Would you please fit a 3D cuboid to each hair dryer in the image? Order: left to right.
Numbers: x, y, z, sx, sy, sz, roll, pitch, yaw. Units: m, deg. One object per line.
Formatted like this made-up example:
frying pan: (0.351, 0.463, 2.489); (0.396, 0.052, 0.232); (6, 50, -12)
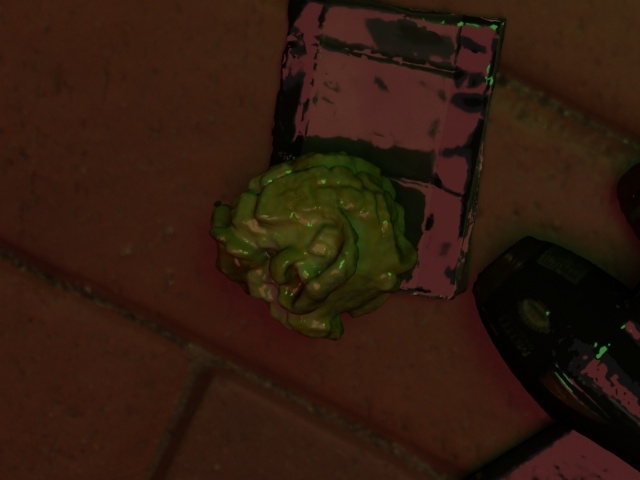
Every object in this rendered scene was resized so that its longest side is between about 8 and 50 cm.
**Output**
hair dryer: (0.284, 0.045, 0.782); (0.303, 0.120, 0.359); (46, 134, 16)

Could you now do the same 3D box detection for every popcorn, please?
popcorn: (0.000, 0.000, 0.874); (0.141, 0.162, 0.135); (40, 73, -25)

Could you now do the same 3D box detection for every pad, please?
pad: (0.045, -0.070, 0.913); (0.174, 0.022, 0.233); (11, 108, 9)

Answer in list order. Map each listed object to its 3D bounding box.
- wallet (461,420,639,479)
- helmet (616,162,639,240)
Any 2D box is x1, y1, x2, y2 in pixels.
wallet: (0.193, 0.251, 0.968); (0.321, 0.044, 0.170); (-36, 87, 16)
helmet: (0.279, -0.026, 0.856); (0.111, 0.057, 0.089); (51, 152, -1)
